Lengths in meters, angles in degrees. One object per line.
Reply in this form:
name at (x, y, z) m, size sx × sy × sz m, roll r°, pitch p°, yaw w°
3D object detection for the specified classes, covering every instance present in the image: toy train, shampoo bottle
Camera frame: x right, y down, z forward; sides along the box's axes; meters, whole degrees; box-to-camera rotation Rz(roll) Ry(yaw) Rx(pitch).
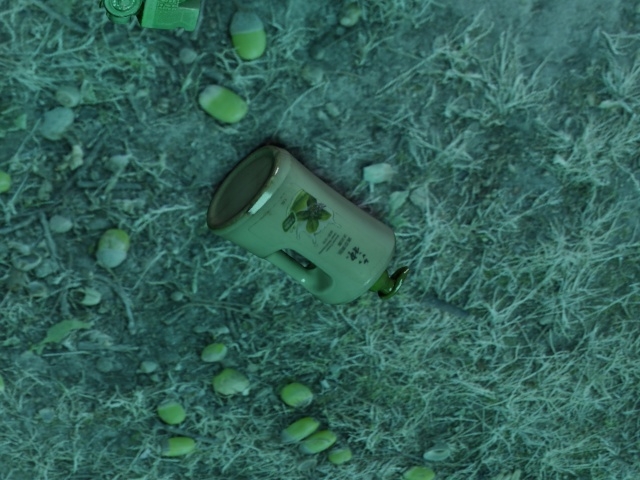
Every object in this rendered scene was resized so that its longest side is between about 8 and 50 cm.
toy train at (-0.148, -0.275, 1.200) m, size 0.104 × 0.071 × 0.178 m, roll 2°, pitch 129°, yaw -22°
shampoo bottle at (0.000, 0.000, 1.431) m, size 0.234 × 0.087 × 0.118 m, roll 34°, pitch 111°, yaw -31°
